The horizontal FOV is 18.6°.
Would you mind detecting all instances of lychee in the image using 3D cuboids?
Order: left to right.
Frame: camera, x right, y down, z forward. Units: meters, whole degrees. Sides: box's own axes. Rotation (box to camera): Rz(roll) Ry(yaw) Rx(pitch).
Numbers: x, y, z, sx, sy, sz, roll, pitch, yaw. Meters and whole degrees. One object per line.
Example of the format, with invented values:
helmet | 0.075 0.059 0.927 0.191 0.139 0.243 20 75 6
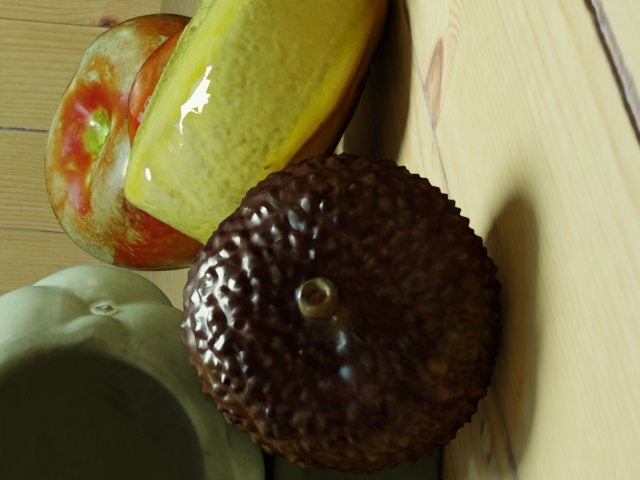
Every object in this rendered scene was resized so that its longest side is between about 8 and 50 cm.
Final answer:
lychee | 0.014 0.041 1.134 0.194 0.194 0.194 -176 90 -80

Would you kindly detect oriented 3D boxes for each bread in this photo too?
bread | -0.047 -0.114 1.531 0.270 0.148 0.270 -60 10 18

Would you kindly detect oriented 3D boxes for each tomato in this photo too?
tomato | -0.149 -0.095 2.027 0.270 0.222 0.270 -16 71 52

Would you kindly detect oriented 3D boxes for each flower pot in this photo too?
flower pot | -0.152 0.138 1.248 0.195 0.246 0.246 -156 70 -84

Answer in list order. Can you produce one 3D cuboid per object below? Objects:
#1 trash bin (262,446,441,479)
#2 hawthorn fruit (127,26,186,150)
trash bin | 0.009 0.192 1.294 0.164 0.122 0.240 168 108 -79
hawthorn fruit | -0.089 -0.099 1.734 0.200 0.179 0.179 -70 -11 -65
